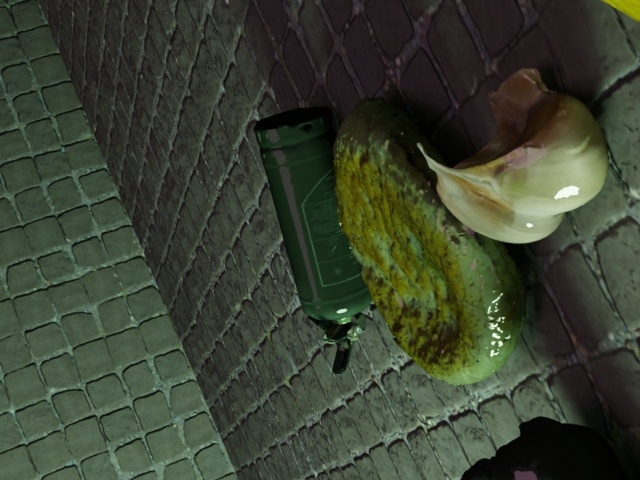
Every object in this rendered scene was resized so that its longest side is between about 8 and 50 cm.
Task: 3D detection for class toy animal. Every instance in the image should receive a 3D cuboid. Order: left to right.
[{"bbox_3d":[0.262,0.304,0.879,0.343,0.106,0.168,52,147,25],"label":"toy animal"}]

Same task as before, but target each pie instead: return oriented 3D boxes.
[{"bbox_3d":[0.103,0.009,1.061,0.323,0.070,0.323,55,159,33],"label":"pie"}]

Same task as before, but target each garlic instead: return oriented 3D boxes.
[{"bbox_3d":[0.156,-0.059,0.819,0.124,0.099,0.174,55,159,-1],"label":"garlic"}]

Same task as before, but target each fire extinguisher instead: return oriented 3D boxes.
[{"bbox_3d":[0.000,0.000,1.256,0.095,0.114,0.311,-9,107,24],"label":"fire extinguisher"}]

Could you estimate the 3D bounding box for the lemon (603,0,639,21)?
[{"bbox_3d":[0.175,-0.203,0.427,0.288,0.233,0.233,53,157,12],"label":"lemon"}]
